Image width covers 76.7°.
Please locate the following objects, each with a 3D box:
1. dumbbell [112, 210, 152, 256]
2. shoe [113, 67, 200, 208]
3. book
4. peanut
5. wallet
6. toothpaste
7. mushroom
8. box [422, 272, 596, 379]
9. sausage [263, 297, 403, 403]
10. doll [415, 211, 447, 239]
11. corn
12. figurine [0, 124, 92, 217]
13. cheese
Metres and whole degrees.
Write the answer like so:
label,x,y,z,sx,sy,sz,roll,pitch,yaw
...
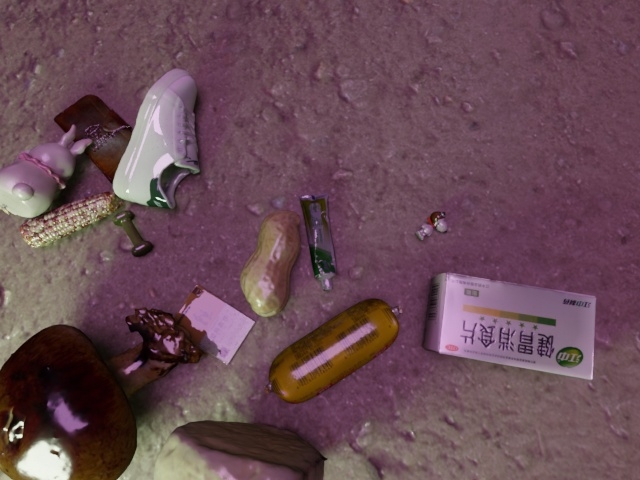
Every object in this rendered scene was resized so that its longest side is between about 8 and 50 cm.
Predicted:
label,x,y,z,sx,sy,sz,roll,pitch,yaw
dumbbell,-0.462,-0.017,0.996,0.052,0.046,0.117,-33,79,-12
shoe,-0.362,-0.247,1.005,0.160,0.132,0.362,21,83,6
book,-0.257,0.198,0.962,0.172,0.012,0.118,31,79,7
peanut,-0.115,0.048,0.942,0.124,0.123,0.256,10,76,3
wallet,-0.573,-0.277,1.062,0.255,0.031,0.137,44,84,11
toothpaste,0.000,0.000,0.987,0.078,0.047,0.247,-8,75,-5
mushroom,-0.488,0.313,0.852,0.331,0.356,0.334,34,122,0
box,0.407,0.185,0.887,0.333,0.145,0.173,10,80,3
sausage,0.033,0.240,0.890,0.347,0.123,0.123,-31,79,-6
doll,0.272,-0.038,0.993,0.085,0.040,0.058,-16,88,-3
corn,-0.606,-0.057,0.991,0.237,0.079,0.079,-25,78,-4
figurine,-0.673,-0.171,0.989,0.127,0.155,0.235,39,51,-22
cheese,-0.134,0.426,0.753,0.318,0.327,0.115,21,75,-31
